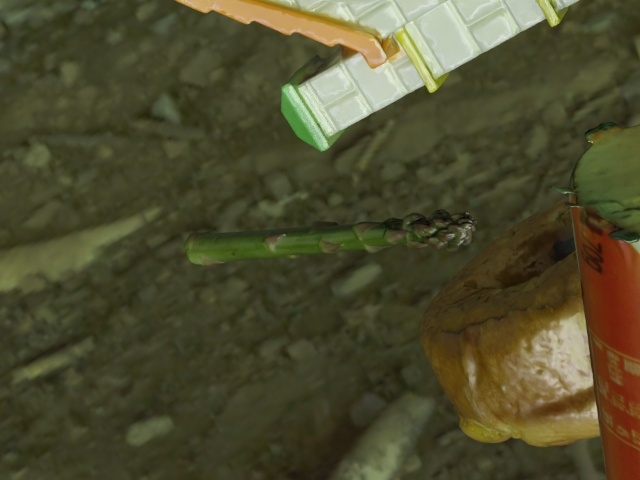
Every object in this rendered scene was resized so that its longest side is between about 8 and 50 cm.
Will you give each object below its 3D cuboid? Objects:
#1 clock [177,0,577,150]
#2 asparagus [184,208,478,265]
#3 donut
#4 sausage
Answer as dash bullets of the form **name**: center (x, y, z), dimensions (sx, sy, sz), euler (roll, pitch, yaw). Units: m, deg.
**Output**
- **clock**: center (0.036, -0.189, 0.675), dimensions (0.255, 0.220, 0.106), euler (-28, 13, 26)
- **asparagus**: center (0.000, 0.000, 0.715), dimensions (0.248, 0.024, 0.025), euler (-4, 48, 51)
- **donut**: center (0.180, 0.050, 0.920), dimensions (0.227, 0.114, 0.226), euler (-32, 11, 7)
- **sausage**: center (0.144, 0.079, 0.500), dimensions (0.083, 0.264, 0.083), euler (-10, 34, 7)
